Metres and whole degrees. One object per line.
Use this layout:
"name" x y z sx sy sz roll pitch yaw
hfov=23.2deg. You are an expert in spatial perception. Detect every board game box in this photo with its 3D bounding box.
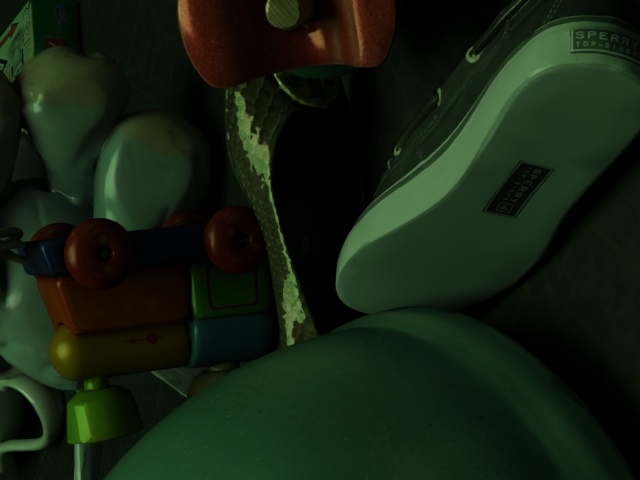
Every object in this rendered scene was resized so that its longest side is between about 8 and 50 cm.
"board game box" -0.283 -0.074 1.461 0.317 0.046 0.213 155 112 -63

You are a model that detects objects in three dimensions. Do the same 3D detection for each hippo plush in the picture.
"hippo plush" -0.186 -0.009 1.142 0.294 0.234 0.236 48 177 -9

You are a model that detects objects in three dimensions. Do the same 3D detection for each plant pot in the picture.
"plant pot" -0.014 0.186 0.664 0.293 0.196 0.293 17 111 52

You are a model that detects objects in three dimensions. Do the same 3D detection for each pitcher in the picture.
"pitcher" -0.325 0.163 1.491 0.177 0.125 0.207 49 135 20

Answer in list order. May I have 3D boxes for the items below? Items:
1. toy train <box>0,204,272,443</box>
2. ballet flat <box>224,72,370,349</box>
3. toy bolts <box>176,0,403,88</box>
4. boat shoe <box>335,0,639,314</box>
"toy train" -0.144 0.059 0.942 0.105 0.248 0.143 -4 92 65
"ballet flat" 0.000 0.000 0.831 0.058 0.084 0.249 -8 86 53
"toy bolts" 0.017 -0.193 0.753 0.158 0.218 0.228 -54 -38 -71
"boat shoe" 0.070 -0.042 0.686 0.228 0.080 0.076 123 156 -54
